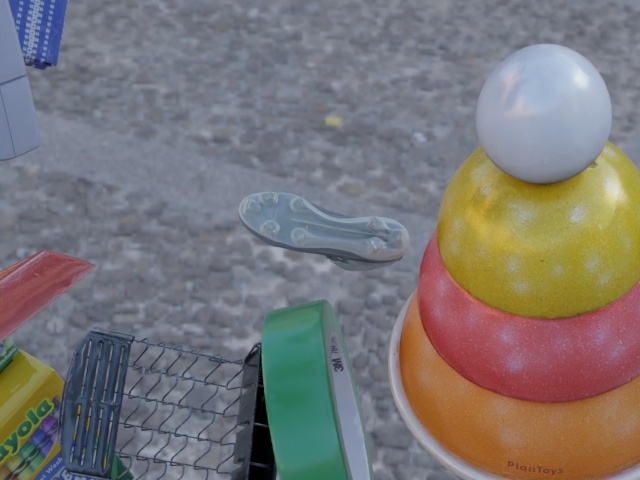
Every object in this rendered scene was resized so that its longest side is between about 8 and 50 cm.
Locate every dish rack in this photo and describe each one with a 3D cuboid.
[{"bbox_3d":[-0.185,0.215,1.414,0.272,0.074,0.208,15,65,-23],"label":"dish rack"}]

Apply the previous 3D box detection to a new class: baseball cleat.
[{"bbox_3d":[0.000,0.000,1.355,0.206,0.109,0.072,14,66,-2],"label":"baseball cleat"}]

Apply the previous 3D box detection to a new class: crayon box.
[{"bbox_3d":[-0.403,0.296,1.522,0.083,0.323,0.203,21,58,37],"label":"crayon box"}]

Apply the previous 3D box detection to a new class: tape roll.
[{"bbox_3d":[0.003,0.236,1.394,0.077,0.321,0.321,-11,30,6],"label":"tape roll"}]

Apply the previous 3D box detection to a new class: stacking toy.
[{"bbox_3d":[0.229,0.005,1.112,0.351,0.480,0.350,-4,49,5],"label":"stacking toy"}]

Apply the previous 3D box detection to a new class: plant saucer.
[{"bbox_3d":[-0.384,0.099,1.117,0.259,0.047,0.258,-25,11,26],"label":"plant saucer"}]

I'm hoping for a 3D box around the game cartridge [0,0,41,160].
[{"bbox_3d":[-0.284,-0.210,0.812,0.062,0.297,0.198,-21,27,-20],"label":"game cartridge"}]

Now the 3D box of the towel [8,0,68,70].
[{"bbox_3d":[-0.389,-0.310,1.069,0.336,0.243,0.040,9,-4,-40],"label":"towel"}]
